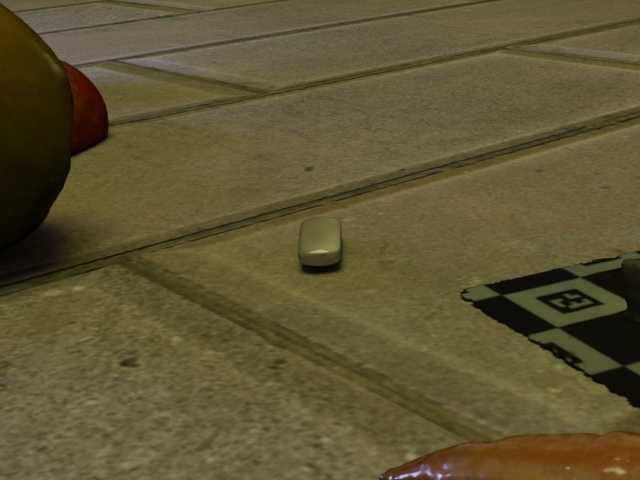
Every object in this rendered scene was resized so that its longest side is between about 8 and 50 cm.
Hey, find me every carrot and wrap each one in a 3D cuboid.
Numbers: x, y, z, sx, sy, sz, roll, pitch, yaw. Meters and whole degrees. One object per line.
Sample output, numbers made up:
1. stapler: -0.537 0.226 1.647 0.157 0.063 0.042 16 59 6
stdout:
1. carrot: 0.114 0.108 0.422 0.205 0.072 0.072 -1 17 33

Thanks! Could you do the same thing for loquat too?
1. loquat: -0.310 -0.090 0.808 0.246 0.213 0.213 12 12 -25

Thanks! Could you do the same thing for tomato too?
1. tomato: -0.354 -0.149 1.193 0.236 0.095 0.237 -3 19 1

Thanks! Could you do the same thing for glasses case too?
1. glasses case: 0.000 0.000 0.804 0.032 0.021 0.083 -3 19 2

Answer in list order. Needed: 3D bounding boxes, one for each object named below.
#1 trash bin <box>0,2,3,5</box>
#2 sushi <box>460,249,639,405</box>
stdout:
1. trash bin: -0.566 -0.256 1.422 0.290 0.182 0.209 -9 20 -1
2. sushi: 0.315 0.025 0.614 0.343 0.064 0.359 -11 21 -21
